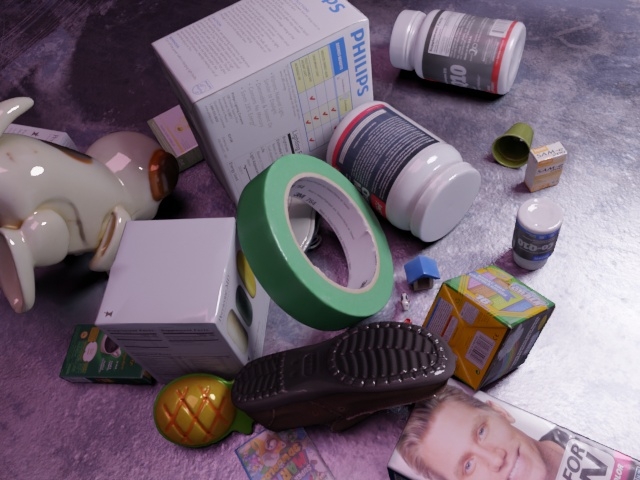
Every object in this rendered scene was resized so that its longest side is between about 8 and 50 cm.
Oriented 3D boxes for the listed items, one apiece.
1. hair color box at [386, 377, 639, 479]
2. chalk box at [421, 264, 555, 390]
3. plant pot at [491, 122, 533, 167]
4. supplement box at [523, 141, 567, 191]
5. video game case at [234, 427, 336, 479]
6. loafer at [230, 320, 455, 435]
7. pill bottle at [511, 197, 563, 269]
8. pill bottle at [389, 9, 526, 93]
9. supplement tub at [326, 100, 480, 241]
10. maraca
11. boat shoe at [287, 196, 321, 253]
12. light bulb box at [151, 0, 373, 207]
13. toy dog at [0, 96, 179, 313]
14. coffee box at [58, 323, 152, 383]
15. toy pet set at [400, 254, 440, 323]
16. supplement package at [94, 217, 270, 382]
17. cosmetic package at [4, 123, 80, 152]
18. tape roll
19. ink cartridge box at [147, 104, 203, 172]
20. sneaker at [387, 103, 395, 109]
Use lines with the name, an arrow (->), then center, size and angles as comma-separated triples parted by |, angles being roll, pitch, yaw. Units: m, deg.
hair color box -> 0.292, 0.352, 0.863 | 0.348, 0.105, 0.173 | 20, 62, 23
chalk box -> 0.286, 0.133, 0.967 | 0.213, 0.132, 0.132 | -10, 37, -46
plant pot -> 0.420, -0.212, 1.244 | 0.083, 0.083, 0.079 | 21, 51, 23
supplement box -> 0.453, -0.147, 1.174 | 0.062, 0.098, 0.036 | -17, 55, 0
video game case -> -0.053, 0.384, 0.960 | 0.119, 0.015, 0.166 | -31, 57, -11
loafer -> 0.042, 0.231, 0.943 | 0.366, 0.130, 0.133 | -13, 35, 19
pill bottle -> 0.395, -0.008, 1.067 | 0.078, 0.137, 0.078 | -6, 55, 8
pill bottle -> 0.319, -0.450, 1.368 | 0.284, 0.161, 0.161 | 18, 62, 22
supplement tub -> 0.161, -0.141, 1.169 | 0.191, 0.191, 0.272 | -38, 57, -15
maraca -> -0.192, 0.290, 1.001 | 0.186, 0.099, 0.127 | -5, 94, -9
boat shoe -> -0.047, -0.026, 1.199 | 0.095, 0.079, 0.254 | 1, 54, 14
light bulb box -> -0.096, -0.301, 1.226 | 0.361, 0.357, 0.225 | -30, 58, -11
toy dog -> -0.497, -0.105, 1.179 | 0.285, 0.394, 0.408 | 15, 26, 35
coffee box -> -0.399, 0.217, 1.114 | 0.184, 0.040, 0.113 | -4, 57, 15
toy pet set -> 0.205, 0.089, 1.081 | 0.122, 0.065, 0.114 | -10, 55, 4
supplement package -> -0.222, 0.115, 1.023 | 0.198, 0.262, 0.199 | -2, 57, 10
cosmetic package -> -0.670, -0.163, 1.365 | 0.184, 0.151, 0.151 | 10, 60, 17
tape roll -> 0.000, 0.000, 1.038 | 0.077, 0.321, 0.321 | -32, 47, 33
ink cartridge box -> -0.287, -0.287, 1.438 | 0.235, 0.056, 0.171 | -31, 56, -8
sneaker -> 0.139, -0.313, 1.392 | 0.084, 0.031, 0.035 | 12, 46, 13
